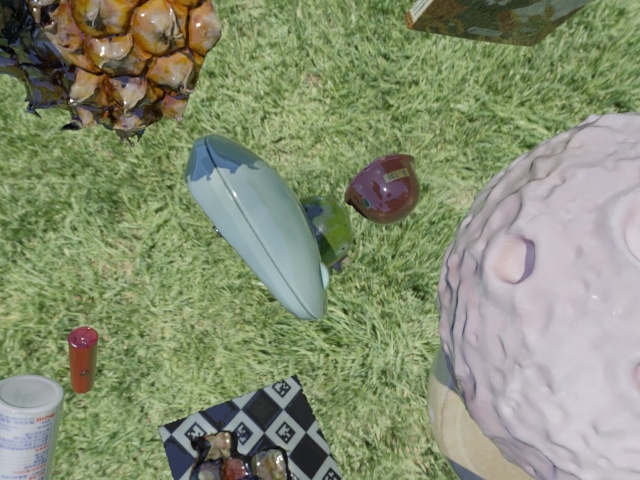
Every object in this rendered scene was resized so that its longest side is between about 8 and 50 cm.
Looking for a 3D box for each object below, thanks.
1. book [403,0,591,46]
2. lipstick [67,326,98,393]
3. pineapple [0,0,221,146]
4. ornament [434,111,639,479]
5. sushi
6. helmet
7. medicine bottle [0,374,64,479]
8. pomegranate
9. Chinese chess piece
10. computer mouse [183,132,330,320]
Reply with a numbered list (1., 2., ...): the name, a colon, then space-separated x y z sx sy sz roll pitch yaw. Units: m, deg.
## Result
1. book: 0.366 -0.451 0.918 0.300 0.428 0.039 -1 74 -24
2. lipstick: -0.629 0.320 1.544 0.073 0.279 0.073 11 50 -14
3. pineapple: -0.249 -0.174 0.418 0.263 0.272 0.262 11 113 28
4. ornament: 0.206 0.048 0.368 0.260 0.225 0.259 0 115 1
5. sushi: -0.106 0.409 0.992 0.292 0.059 0.293 -10 67 -35
6. helmet: 0.148 -0.091 1.190 0.175 0.155 0.106 -19 63 -33
7. medicine bottle: -0.591 0.441 1.137 0.130 0.130 0.340 18 105 10
8. pomegranate: 0.001 -0.002 1.416 0.187 0.225 0.187 -18 42 17
9. Chinese chess piece: 0.323 0.230 0.830 0.339 0.140 0.337 2 106 7
10. computer mouse: -0.066 -0.027 0.783 0.097 0.159 0.288 -40 93 9
